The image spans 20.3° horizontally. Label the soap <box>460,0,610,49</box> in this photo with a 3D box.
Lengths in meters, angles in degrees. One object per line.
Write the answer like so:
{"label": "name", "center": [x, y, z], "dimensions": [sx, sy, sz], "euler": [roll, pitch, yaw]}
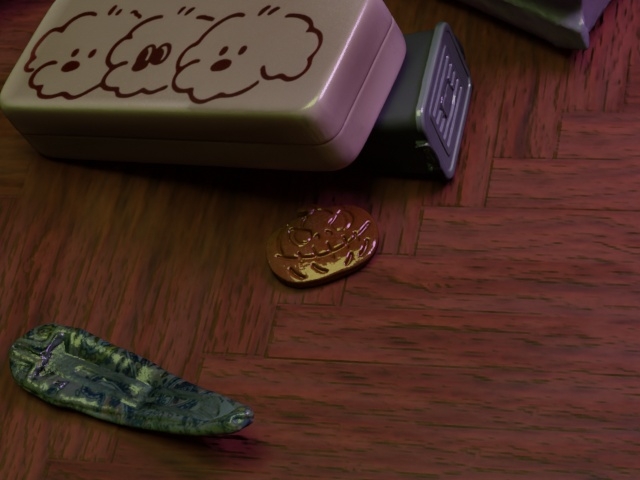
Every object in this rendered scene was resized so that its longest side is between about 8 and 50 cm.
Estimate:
{"label": "soap", "center": [0.126, -0.329, 1.483], "dimensions": [0.302, 0.258, 0.159], "euler": [27, 65, 31]}

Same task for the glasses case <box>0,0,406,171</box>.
{"label": "glasses case", "center": [-0.102, -0.136, 1.462], "dimensions": [0.336, 0.076, 0.144], "euler": [3, 55, 34]}

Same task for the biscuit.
{"label": "biscuit", "center": [0.000, 0.000, 1.418], "dimensions": [0.091, 0.015, 0.078], "euler": [-22, 51, -3]}

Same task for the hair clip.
{"label": "hair clip", "center": [-0.143, 0.113, 1.355], "dimensions": [0.229, 0.036, 0.066], "euler": [15, 54, 32]}

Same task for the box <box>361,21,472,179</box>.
{"label": "box", "center": [0.073, -0.111, 1.444], "dimensions": [0.069, 0.084, 0.122], "euler": [-3, 51, 25]}
